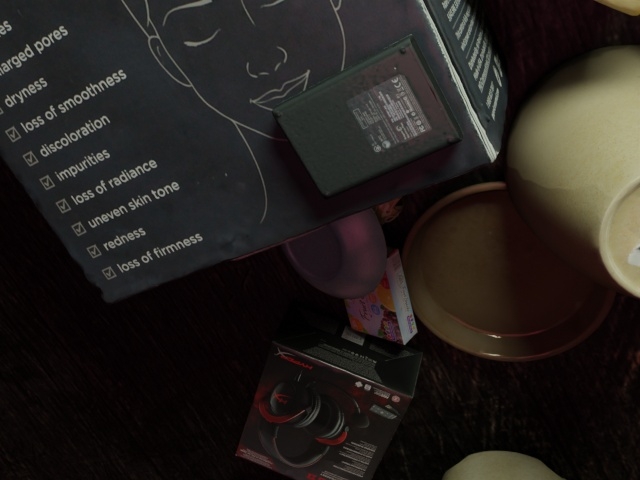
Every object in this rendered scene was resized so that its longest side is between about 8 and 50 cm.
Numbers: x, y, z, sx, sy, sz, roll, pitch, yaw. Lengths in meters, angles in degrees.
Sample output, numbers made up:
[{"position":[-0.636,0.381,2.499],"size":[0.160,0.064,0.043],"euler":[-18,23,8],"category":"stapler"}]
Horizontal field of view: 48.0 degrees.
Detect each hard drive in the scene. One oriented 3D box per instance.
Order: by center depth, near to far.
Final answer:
[{"position":[0.038,-0.099,0.605],"size":[0.135,0.022,0.094],"euler":[-22,111,26],"category":"hard drive"}]

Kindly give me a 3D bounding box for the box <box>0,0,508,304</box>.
[{"position":[-0.120,-0.252,0.746],"size":[0.480,0.297,0.471],"euler":[-19,114,25],"category":"box"}]

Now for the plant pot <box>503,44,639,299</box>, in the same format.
[{"position":[0.321,-0.049,0.712],"size":[0.257,0.274,0.256],"euler":[4,111,9],"category":"plant pot"}]

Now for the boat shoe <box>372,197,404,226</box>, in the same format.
[{"position":[0.103,-0.064,0.933],"size":[0.048,0.056,0.153],"euler":[30,117,5],"category":"boat shoe"}]

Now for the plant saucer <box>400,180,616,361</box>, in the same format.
[{"position":[0.246,0.042,0.957],"size":[0.278,0.041,0.277],"euler":[9,122,14],"category":"plant saucer"}]

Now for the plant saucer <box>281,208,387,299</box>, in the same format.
[{"position":[0.000,0.000,0.969],"size":[0.195,0.037,0.194],"euler":[24,129,33],"category":"plant saucer"}]

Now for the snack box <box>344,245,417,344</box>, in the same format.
[{"position":[0.075,0.070,1.009],"size":[0.100,0.037,0.141],"euler":[12,127,45],"category":"snack box"}]

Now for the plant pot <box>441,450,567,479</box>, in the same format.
[{"position":[0.266,0.497,1.060],"size":[0.334,0.305,0.333],"euler":[8,121,13],"category":"plant pot"}]

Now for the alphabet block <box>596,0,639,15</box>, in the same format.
[{"position":[0.237,-0.344,0.607],"size":[0.197,0.193,0.192],"euler":[26,145,6],"category":"alphabet block"}]

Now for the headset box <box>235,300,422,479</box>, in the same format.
[{"position":[0.005,0.269,1.127],"size":[0.218,0.110,0.293],"euler":[22,124,4],"category":"headset box"}]
